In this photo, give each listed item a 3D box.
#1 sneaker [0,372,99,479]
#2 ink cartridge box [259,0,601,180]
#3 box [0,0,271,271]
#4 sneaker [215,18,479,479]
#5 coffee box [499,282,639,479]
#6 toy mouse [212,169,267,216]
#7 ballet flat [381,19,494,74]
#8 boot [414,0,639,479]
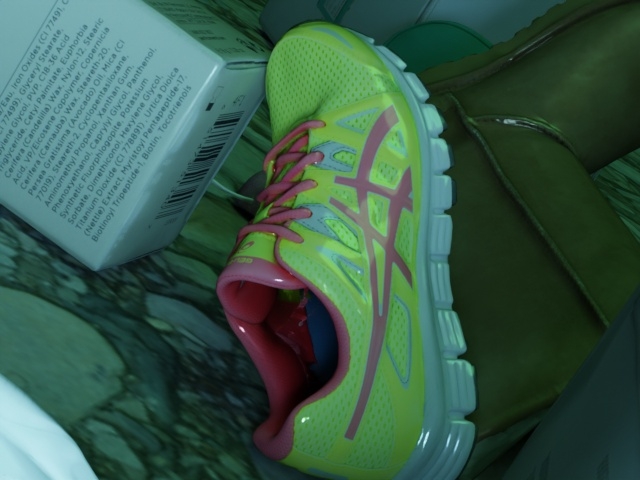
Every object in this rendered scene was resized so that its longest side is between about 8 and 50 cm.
[{"bbox_3d":[-0.085,0.088,0.382,0.212,0.080,0.094,30,38,8],"label":"sneaker"},{"bbox_3d":[0.109,-0.164,1.349,0.198,0.197,0.270,25,17,-26],"label":"ink cartridge box"},{"bbox_3d":[-0.163,-0.109,0.768,0.275,0.113,0.094,37,14,9],"label":"box"},{"bbox_3d":[0.000,0.000,0.694,0.094,0.081,0.209,6,61,-33],"label":"sneaker"},{"bbox_3d":[0.231,0.114,0.415,0.334,0.338,0.337,34,15,2],"label":"coffee box"},{"bbox_3d":[0.011,-0.004,0.949,0.161,0.031,0.143,34,14,5],"label":"toy mouse"},{"bbox_3d":[0.109,-0.005,1.021,0.342,0.116,0.124,-118,-176,-54],"label":"ballet flat"},{"bbox_3d":[0.136,-0.006,0.835,0.269,0.236,0.089,-112,178,-54],"label":"boot"}]
